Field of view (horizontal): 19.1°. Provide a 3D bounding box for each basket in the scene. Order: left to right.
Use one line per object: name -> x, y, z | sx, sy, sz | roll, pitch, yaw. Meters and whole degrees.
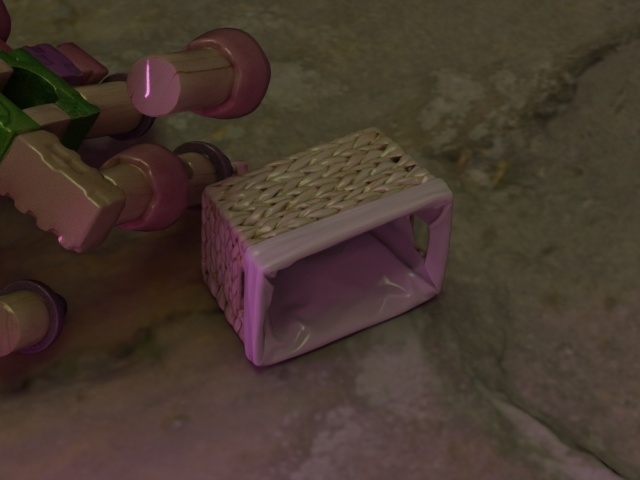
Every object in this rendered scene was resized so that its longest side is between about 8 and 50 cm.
basket -> 0.000, 0.000, 1.399 | 0.167, 0.113, 0.103 | -22, 50, -24

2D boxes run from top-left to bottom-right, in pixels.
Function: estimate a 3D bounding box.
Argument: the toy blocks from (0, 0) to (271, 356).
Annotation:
toy blocks -> -0.208, -0.092, 1.431 | 0.288, 0.309, 0.260 | 38, 21, 13
